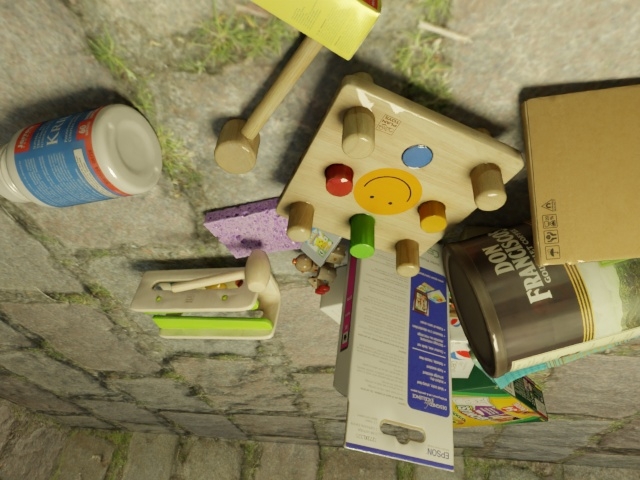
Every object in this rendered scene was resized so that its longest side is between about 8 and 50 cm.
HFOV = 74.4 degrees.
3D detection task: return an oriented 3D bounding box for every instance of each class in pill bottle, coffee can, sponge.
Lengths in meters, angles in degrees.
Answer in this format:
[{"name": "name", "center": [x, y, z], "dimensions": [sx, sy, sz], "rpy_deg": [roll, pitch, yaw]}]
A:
[{"name": "pill bottle", "center": [-0.355, -0.112, 0.604], "dimensions": [0.221, 0.124, 0.124], "rpy_deg": [-7, 141, 17]}, {"name": "coffee can", "center": [0.343, 0.060, 0.608], "dimensions": [0.275, 0.202, 0.202], "rpy_deg": [-18, 140, 5]}, {"name": "sponge", "center": [-0.089, -0.023, 0.760], "dimensions": [0.210, 0.031, 0.117], "rpy_deg": [-9, 142, 20]}]

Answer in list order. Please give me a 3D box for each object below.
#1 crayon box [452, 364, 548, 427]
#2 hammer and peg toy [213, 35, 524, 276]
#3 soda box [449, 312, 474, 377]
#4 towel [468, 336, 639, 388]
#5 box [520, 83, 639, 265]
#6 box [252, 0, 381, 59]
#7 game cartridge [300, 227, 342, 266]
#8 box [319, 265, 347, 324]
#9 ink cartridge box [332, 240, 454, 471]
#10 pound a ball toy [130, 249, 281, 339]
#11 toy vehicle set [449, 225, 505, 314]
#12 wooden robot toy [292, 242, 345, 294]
[{"name": "crayon box", "center": [0.451, 0.466, 1.271], "dimensions": [0.313, 0.106, 0.363], "rpy_deg": [-25, 133, 35]}, {"name": "hammer and peg toy", "center": [0.046, -0.093, 0.563], "dimensions": [0.361, 0.127, 0.266], "rpy_deg": [19, 142, -16]}, {"name": "soda box", "center": [0.314, 0.244, 0.964], "dimensions": [0.073, 0.069, 0.216], "rpy_deg": [-1, 143, 8]}, {"name": "towel", "center": [0.513, 0.209, 0.879], "dimensions": [0.370, 0.040, 0.271], "rpy_deg": [-28, 140, 17]}, {"name": "box", "center": [0.334, -0.076, 0.498], "dimensions": [0.164, 0.201, 0.021], "rpy_deg": [-5, 180, 7]}, {"name": "box", "center": [-0.053, -0.265, 0.384], "dimensions": [0.232, 0.087, 0.058], "rpy_deg": [24, 140, -21]}, {"name": "game cartridge", "center": [0.000, 0.000, 0.710], "dimensions": [0.056, 0.017, 0.083], "rpy_deg": [44, 127, 15]}, {"name": "box", "center": [0.104, 0.113, 0.863], "dimensions": [0.170, 0.091, 0.130], "rpy_deg": [-17, 138, 28]}, {"name": "ink cartridge box", "center": [0.120, 0.145, 0.669], "dimensions": [0.175, 0.371, 0.069], "rpy_deg": [20, 144, -17]}, {"name": "pound a ball toy", "center": [-0.217, 0.092, 0.851], "dimensions": [0.319, 0.136, 0.208], "rpy_deg": [-4, 139, 15]}, {"name": "toy vehicle set", "center": [0.330, 0.071, 0.818], "dimensions": [0.165, 0.035, 0.267], "rpy_deg": [4, 144, 4]}, {"name": "wooden robot toy", "center": [-0.015, 0.053, 0.794], "dimensions": [0.079, 0.076, 0.173], "rpy_deg": [15, 156, -10]}]
